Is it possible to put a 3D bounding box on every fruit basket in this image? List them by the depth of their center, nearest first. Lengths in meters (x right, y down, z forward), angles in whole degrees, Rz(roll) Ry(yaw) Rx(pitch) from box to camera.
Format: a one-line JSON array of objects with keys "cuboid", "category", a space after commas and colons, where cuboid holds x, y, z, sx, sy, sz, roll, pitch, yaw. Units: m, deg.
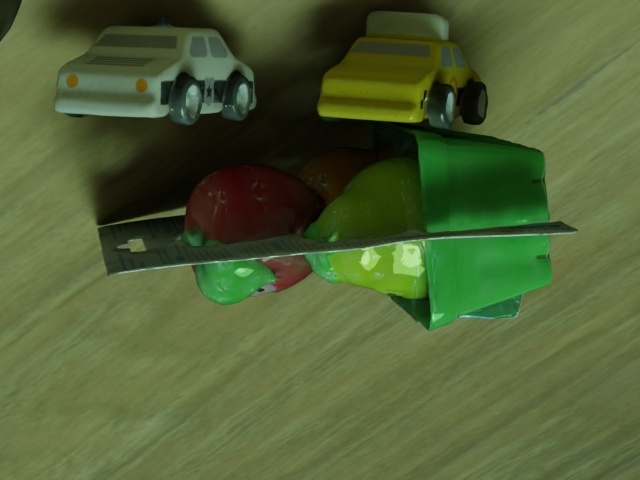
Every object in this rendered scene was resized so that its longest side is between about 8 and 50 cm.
[{"cuboid": [0.000, 0.000, 1.592, 0.353, 0.165, 0.327, -12, -172, -7], "category": "fruit basket"}]

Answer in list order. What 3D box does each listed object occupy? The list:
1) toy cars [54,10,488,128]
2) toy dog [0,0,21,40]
[{"cuboid": [-0.025, -0.133, 1.483, 0.393, 0.087, 0.176, -1, -173, -29], "category": "toy cars"}, {"cuboid": [-0.335, -0.209, 0.978, 0.395, 0.284, 0.408, -45, 149, 13], "category": "toy dog"}]
